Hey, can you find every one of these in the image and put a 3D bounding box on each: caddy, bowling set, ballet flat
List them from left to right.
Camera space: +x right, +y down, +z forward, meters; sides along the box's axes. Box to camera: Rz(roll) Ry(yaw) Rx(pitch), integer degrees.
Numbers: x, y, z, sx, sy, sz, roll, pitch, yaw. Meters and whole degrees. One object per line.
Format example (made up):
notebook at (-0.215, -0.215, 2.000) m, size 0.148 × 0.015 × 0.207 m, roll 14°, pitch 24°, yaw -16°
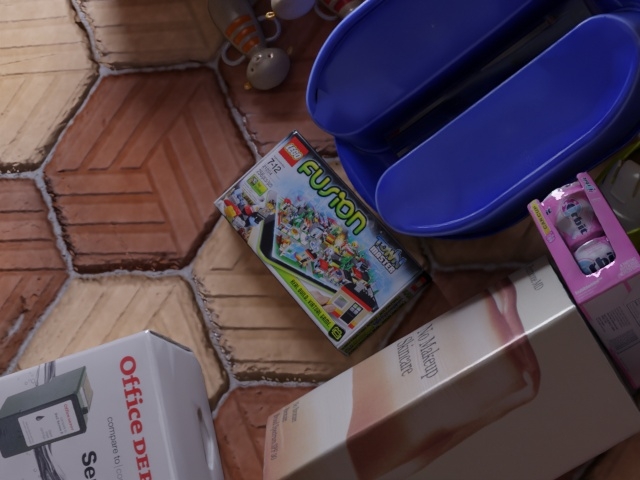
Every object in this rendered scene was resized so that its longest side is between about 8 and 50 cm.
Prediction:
bowling set at (-0.005, -0.276, 1.343) m, size 0.287 × 0.200 × 0.154 m, roll -36°, pitch 68°, yaw 10°
caddy at (0.153, -0.147, 1.252) m, size 0.341 × 0.179 × 0.241 m, roll -36°, pitch 82°, yaw 17°
ballet flat at (0.302, -0.068, 1.231) m, size 0.231 × 0.077 × 0.077 m, roll -46°, pitch 66°, yaw 2°

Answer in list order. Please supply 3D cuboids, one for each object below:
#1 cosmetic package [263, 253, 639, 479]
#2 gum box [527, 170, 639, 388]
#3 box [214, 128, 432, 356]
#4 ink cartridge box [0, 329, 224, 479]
cosmetic package at (0.108, 0.155, 1.171) m, size 0.296 × 0.153 × 0.129 m, roll -31°, pitch 104°, yaw 7°
gum box at (0.244, 0.034, 1.147) m, size 0.062 × 0.188 × 0.107 m, roll -30°, pitch 52°, yaw 10°
box at (0.000, 0.000, 1.339) m, size 0.114 × 0.036 × 0.207 m, roll -43°, pitch 65°, yaw 3°
ink cartridge box at (-0.243, 0.223, 1.313) m, size 0.273 × 0.115 × 0.198 m, roll -19°, pitch 69°, yaw 13°
